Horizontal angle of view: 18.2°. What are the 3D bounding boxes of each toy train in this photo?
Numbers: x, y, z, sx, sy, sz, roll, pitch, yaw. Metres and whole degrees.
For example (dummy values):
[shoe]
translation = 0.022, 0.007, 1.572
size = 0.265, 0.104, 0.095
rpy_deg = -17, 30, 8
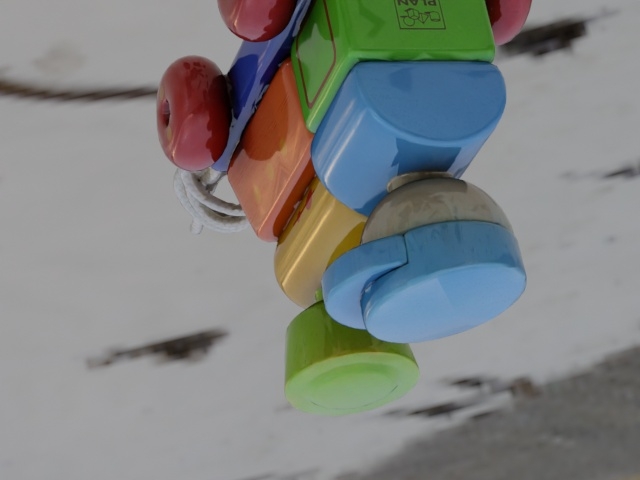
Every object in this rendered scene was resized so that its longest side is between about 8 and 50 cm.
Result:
[toy train]
translation = 0.000, 0.000, 0.716
size = 0.105, 0.143, 0.248
rpy_deg = 0, 153, -20
